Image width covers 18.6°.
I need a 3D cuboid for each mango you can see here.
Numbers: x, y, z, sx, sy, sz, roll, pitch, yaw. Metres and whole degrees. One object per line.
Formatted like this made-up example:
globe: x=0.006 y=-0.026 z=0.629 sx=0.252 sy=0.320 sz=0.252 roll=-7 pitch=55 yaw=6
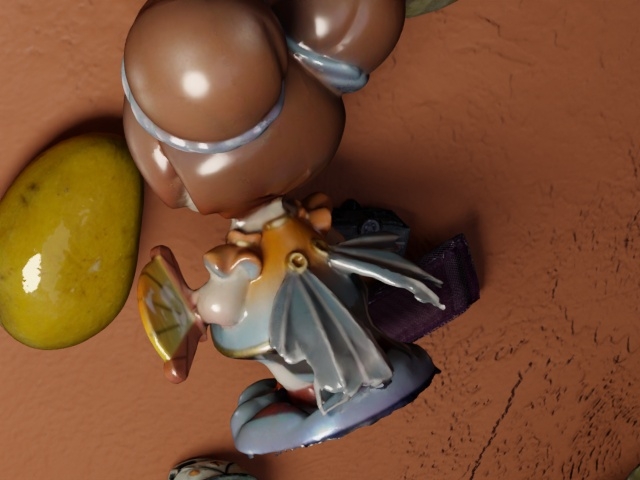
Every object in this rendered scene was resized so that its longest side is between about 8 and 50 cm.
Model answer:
mango: x=-0.213 y=-0.002 z=1.653 sx=0.137 sy=0.098 sz=0.195 roll=27 pitch=92 yaw=-31

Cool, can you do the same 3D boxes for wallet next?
wallet: x=0.074 y=0.067 z=1.841 sx=0.166 sy=0.030 sz=0.111 roll=-32 pitch=149 yaw=-9

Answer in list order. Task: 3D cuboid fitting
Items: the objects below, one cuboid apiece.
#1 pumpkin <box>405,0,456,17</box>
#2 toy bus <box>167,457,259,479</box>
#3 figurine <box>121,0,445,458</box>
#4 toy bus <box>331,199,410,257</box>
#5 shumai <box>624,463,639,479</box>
pumpkin: x=0.095 y=-0.283 z=1.676 sx=0.217 sy=0.110 sz=0.217 roll=-7 pitch=113 yaw=-18
toy bus: x=-0.111 y=0.292 z=1.841 sx=0.087 sy=0.089 sz=0.194 roll=-3 pitch=114 yaw=-28
figurine: x=-0.037 y=-0.033 z=1.607 sx=0.276 sy=0.248 sz=0.388 roll=-28 pitch=101 yaw=-47
toy bus: x=0.000 y=0.000 z=1.789 sx=0.166 sy=0.047 sz=0.065 roll=-1 pitch=117 yaw=-27
shumai: x=0.410 y=0.285 z=1.999 sx=0.395 sy=0.395 sz=0.348 roll=25 pitch=75 yaw=-33
